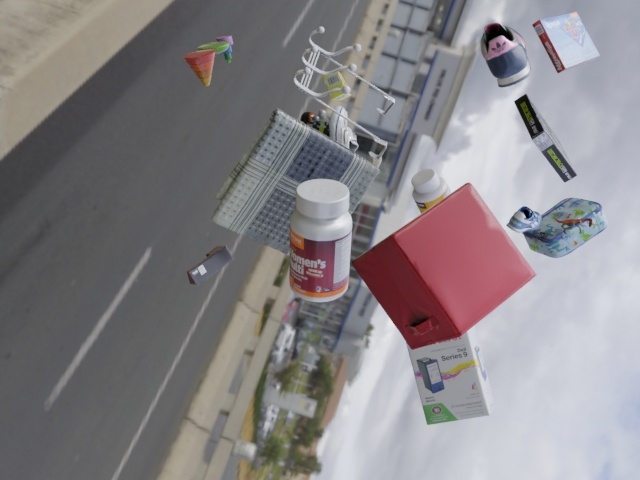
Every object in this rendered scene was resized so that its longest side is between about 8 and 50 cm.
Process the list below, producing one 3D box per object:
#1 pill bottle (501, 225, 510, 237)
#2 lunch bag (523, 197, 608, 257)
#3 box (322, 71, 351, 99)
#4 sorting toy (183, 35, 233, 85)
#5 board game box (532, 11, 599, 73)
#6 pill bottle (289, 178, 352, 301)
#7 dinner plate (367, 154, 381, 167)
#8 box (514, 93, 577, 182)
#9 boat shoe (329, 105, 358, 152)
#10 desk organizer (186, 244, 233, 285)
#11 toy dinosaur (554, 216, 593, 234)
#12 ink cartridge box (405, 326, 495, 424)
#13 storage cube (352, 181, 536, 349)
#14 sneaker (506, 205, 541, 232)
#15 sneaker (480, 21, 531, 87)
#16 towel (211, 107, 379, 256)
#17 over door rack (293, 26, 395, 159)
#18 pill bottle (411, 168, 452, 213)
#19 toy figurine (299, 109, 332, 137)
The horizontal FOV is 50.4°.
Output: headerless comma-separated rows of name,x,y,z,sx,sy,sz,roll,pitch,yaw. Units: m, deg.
pill bottle,0.611,-0.006,2.270,0.043,0.083,0.043,-29,-171,5
lunch bag,0.741,-0.042,2.076,0.219,0.090,0.176,-32,-160,-8
box,0.057,-0.523,2.303,0.232,0.058,0.087,-52,118,-79
sorting toy,-0.411,-0.694,2.634,0.365,0.127,0.126,-66,150,-59
board game box,0.666,-0.537,1.831,0.027,0.145,0.281,-27,180,43
pill bottle,0.000,0.000,1.324,0.121,0.121,0.221,-71,165,-57
dinner plate,0.159,-0.244,2.354,0.141,0.017,0.141,-46,-162,20
box,0.595,-0.271,1.799,0.045,0.191,0.184,-34,-144,23
boat shoe,0.063,-0.250,1.785,0.083,0.076,0.226,60,34,-67
desk organizer,-0.306,0.067,1.847,0.130,0.047,0.050,-39,-159,-29
toy dinosaur,0.734,-0.048,1.949,0.082,0.090,0.047,-36,-154,30
ink cartridge box,0.304,0.309,1.596,0.093,0.154,0.212,-1,77,-67
storage cube,0.205,0.047,1.160,0.215,0.193,0.184,-34,177,-23
sneaker,0.552,-0.061,1.806,0.144,0.053,0.059,-18,134,-46
sneaker,0.453,-0.506,1.713,0.131,0.112,0.319,55,19,-28
towel,-0.065,-0.117,1.641,0.324,0.312,0.056,-54,-152,19
over door rack,0.087,-0.409,1.824,0.108,0.324,0.239,-33,-151,37
pill bottle,0.371,-0.123,2.186,0.215,0.117,0.117,57,33,-31
toy figurine,-0.017,-0.272,1.986,0.213,0.148,0.209,-60,155,-61
